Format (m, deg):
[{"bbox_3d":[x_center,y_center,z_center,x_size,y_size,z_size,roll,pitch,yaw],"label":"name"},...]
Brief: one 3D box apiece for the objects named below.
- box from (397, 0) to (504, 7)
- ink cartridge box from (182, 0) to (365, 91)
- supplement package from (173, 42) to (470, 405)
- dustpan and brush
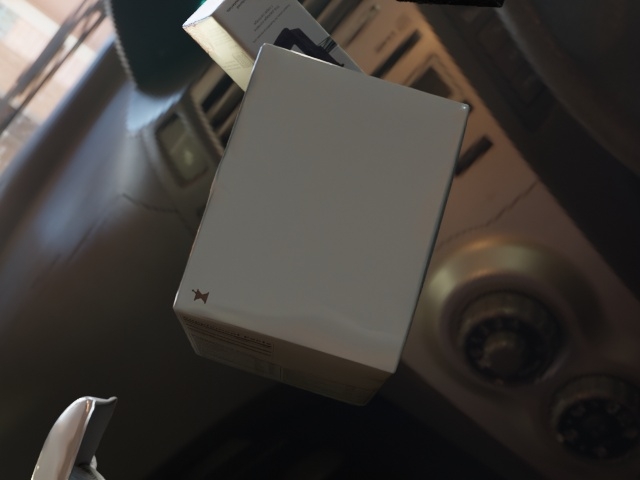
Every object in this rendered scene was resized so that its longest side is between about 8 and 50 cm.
[{"bbox_3d":[0.114,-0.334,1.208,0.156,0.158,0.093,15,83,42],"label":"box"},{"bbox_3d":[-0.053,-0.242,1.476,0.100,0.237,0.172,-48,18,-9],"label":"ink cartridge box"},{"bbox_3d":[0.000,0.000,0.797,0.203,0.149,0.194,100,-173,-76],"label":"supplement package"},{"bbox_3d":[-0.185,0.180,0.830,0.211,0.060,0.147,5,77,68],"label":"dustpan and brush"}]
